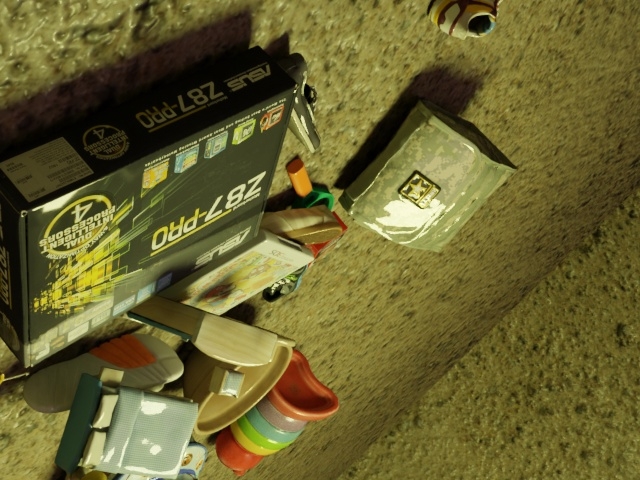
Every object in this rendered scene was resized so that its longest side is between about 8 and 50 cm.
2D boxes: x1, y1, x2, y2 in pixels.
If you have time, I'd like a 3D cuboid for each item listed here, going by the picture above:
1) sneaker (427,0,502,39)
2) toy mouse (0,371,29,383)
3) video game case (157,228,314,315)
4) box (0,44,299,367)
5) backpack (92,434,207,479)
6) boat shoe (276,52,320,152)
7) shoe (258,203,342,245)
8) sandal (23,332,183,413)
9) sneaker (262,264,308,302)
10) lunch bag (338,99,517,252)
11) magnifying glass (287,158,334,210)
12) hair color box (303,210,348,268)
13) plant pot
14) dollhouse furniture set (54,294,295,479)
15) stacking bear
[{"bbox_3d":[0.254,-0.361,1.560,0.185,0.084,0.069,-30,154,-34],"label":"sneaker"},{"bbox_3d":[-0.491,0.221,1.319,0.143,0.031,0.161,-50,158,11],"label":"toy mouse"},{"bbox_3d":[-0.142,0.062,1.589,0.227,0.026,0.206,-30,162,13],"label":"video game case"},{"bbox_3d":[-0.226,-0.044,1.238,0.395,0.097,0.318,-31,158,-34],"label":"box"},{"bbox_3d":[-0.332,0.439,1.795,0.277,0.213,0.263,-15,133,-48],"label":"backpack"},{"bbox_3d":[-0.024,-0.189,1.375,0.065,0.075,0.206,-41,154,-4],"label":"boat shoe"},{"bbox_3d":[-0.069,-0.017,1.615,0.219,0.058,0.076,-10,162,-30],"label":"shoe"},{"bbox_3d":[-0.339,0.217,1.518,0.265,0.102,0.076,-13,144,-41],"label":"sandal"},{"bbox_3d":[-0.070,0.056,1.745,0.078,0.067,0.188,-41,162,-27],"label":"sneaker"},{"bbox_3d":[0.187,-0.114,1.783,0.235,0.169,0.287,-49,151,19],"label":"lunch bag"},{"bbox_3d":[-0.025,-0.075,1.657,0.092,0.026,0.231,-42,160,-9],"label":"magnifying glass"},{"bbox_3d":[0.000,0.000,1.753,0.072,0.043,0.141,-38,175,-14],"label":"hair color box"},{"bbox_3d":[-0.174,0.240,1.832,0.237,0.110,0.237,-38,159,-18],"label":"plant pot"},{"bbox_3d":[-0.186,0.256,1.448,0.286,0.198,0.303,23,84,-42],"label":"dollhouse furniture set"},{"bbox_3d":[-0.126,0.400,2.164,0.289,0.175,0.164,-49,162,31],"label":"stacking bear"}]
